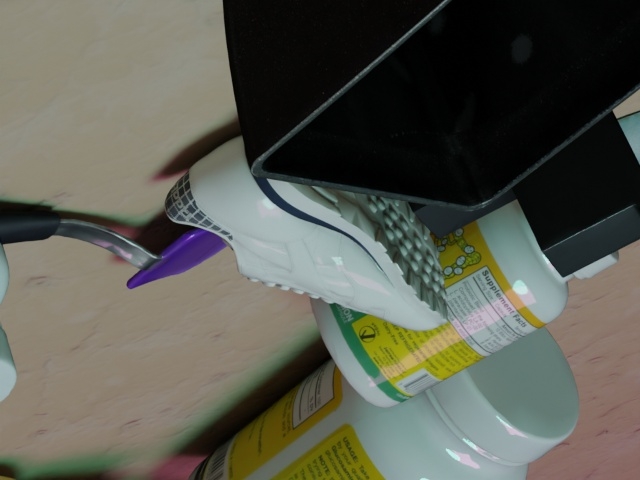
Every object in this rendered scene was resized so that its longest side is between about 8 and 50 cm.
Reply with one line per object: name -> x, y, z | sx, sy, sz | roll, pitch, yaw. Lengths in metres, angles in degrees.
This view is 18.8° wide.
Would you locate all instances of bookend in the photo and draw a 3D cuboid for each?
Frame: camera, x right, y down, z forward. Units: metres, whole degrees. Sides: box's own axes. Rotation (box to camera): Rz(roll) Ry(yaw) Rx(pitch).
bookend -> 0.127, -0.036, 1.252 | 0.156, 0.157, 0.072 | -28, 155, 10

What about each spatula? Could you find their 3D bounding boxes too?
spatula -> -0.153, 0.000, 1.236 | 0.296, 0.030, 0.084 | 5, 146, -47

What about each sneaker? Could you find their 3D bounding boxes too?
sneaker -> 0.000, 0.000, 1.281 | 0.095, 0.090, 0.235 | -31, 135, 22

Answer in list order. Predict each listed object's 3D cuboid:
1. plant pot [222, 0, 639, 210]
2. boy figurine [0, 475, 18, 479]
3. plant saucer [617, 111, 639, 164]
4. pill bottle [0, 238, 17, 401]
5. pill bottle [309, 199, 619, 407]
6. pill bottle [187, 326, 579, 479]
plant pot -> 0.058, -0.142, 0.963 | 0.188, 0.167, 0.187 | -38, 152, 32
boy figurine -> -0.222, 0.256, 1.630 | 0.177, 0.092, 0.285 | -18, 158, 28
plant saucer -> 0.234, -0.036, 1.493 | 0.195, 0.037, 0.195 | -19, 155, -9
pill bottle -> -0.222, 0.001, 0.987 | 0.112, 0.187, 0.112 | -19, 156, -9
pill bottle -> 0.107, 0.027, 1.411 | 0.208, 0.118, 0.117 | -30, 155, 16
pill bottle -> 0.049, 0.184, 1.600 | 0.188, 0.188, 0.334 | 5, 145, -46
